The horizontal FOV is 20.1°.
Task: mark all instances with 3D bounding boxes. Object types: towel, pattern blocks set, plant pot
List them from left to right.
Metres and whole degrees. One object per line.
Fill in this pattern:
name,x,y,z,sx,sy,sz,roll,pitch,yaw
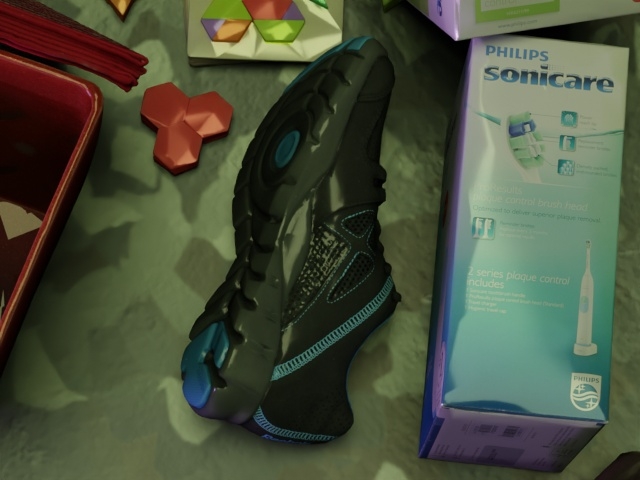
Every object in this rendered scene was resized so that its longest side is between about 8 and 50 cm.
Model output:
plant pot,-0.326,-0.004,1.393,0.267,0.236,0.267,20,75,4
towel,-0.269,-0.186,1.414,0.199,0.275,0.031,19,97,-33
pattern blocks set,-0.053,-0.232,1.579,0.286,0.026,0.324,-13,74,-6

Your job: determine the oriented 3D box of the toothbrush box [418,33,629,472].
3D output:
toothbrush box,0.156,0.015,1.413,0.126,0.216,0.295,7,74,1

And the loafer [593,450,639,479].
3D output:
loafer,0.243,0.211,1.437,0.220,0.080,0.078,-14,65,-11

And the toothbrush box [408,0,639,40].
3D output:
toothbrush box,0.154,-0.267,1.448,0.206,0.283,0.122,-10,114,-14

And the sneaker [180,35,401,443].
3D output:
sneaker,0.000,0.000,1.475,0.140,0.125,0.340,25,78,-24
